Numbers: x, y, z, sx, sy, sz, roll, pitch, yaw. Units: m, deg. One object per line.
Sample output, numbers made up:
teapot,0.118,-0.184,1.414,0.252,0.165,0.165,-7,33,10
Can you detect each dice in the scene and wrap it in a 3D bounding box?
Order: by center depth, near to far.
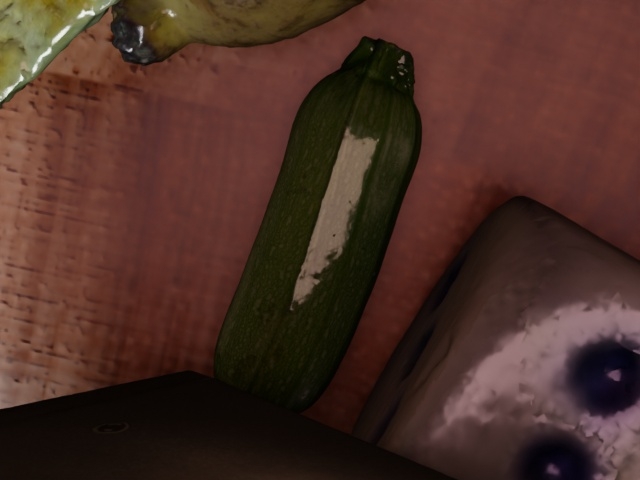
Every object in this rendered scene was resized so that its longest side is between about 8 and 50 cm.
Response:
dice,0.126,0.103,0.632,0.194,0.192,0.193,32,98,-3

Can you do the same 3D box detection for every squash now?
squash,0.000,0.000,0.682,0.068,0.077,0.219,19,95,-9

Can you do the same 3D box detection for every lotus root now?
lotus root,-0.023,-0.169,0.640,0.214,0.138,0.138,-36,94,17

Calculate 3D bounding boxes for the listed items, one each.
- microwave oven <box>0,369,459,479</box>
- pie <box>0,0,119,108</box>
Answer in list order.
microwave oven,-0.059,0.308,0.505,0.236,0.374,0.432,-9,102,-35
pie,-0.127,-0.188,0.595,0.105,0.257,0.274,20,101,-45
